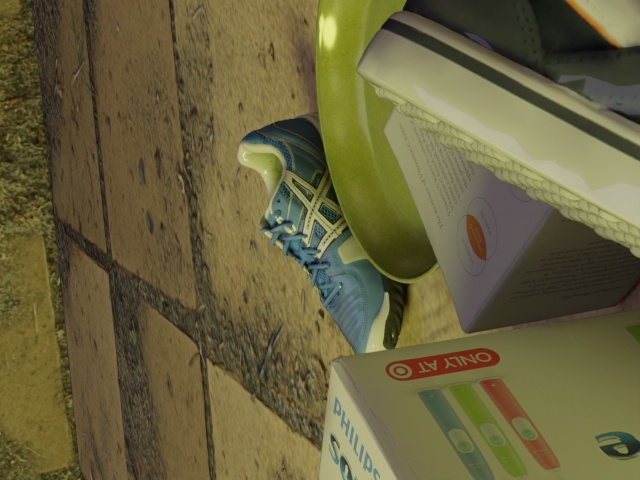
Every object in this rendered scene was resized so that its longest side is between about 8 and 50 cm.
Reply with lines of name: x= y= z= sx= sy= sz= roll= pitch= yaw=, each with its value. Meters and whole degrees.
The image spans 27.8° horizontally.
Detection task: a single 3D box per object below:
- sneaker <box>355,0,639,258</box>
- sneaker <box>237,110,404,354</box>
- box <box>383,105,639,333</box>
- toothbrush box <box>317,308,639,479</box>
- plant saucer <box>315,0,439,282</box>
sneaker: x=0.162 y=-0.028 z=0.402 sx=0.321 sy=0.126 sz=0.127 roll=36 pitch=92 yaw=27
sneaker: x=0.000 y=0.000 z=0.948 sx=0.080 sy=0.081 sz=0.211 roll=113 pitch=142 yaw=-52
box: x=0.112 y=-0.056 z=0.607 sx=0.170 sy=0.091 sz=0.130 roll=115 pitch=142 yaw=-55
toothbrush box: x=0.105 y=0.178 z=0.545 sx=0.122 sy=0.206 sz=0.283 roll=-122 pitch=30 yaw=-50
plant saucer: x=0.056 y=-0.094 z=0.827 sx=0.241 sy=0.037 sz=0.240 roll=172 pitch=90 yaw=-70
